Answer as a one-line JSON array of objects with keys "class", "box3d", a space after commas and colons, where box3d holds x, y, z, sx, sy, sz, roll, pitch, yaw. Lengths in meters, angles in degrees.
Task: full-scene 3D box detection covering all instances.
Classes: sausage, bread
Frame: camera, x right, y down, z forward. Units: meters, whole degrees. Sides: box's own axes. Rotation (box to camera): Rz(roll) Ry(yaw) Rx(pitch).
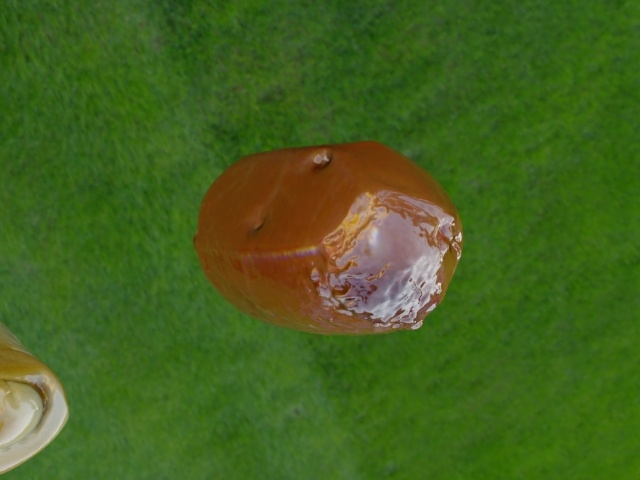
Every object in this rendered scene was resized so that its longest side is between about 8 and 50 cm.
[{"class": "sausage", "box3d": [-0.001, -0.001, 0.915, 0.141, 0.268, 0.153, 31, 72, -32]}, {"class": "bread", "box3d": [-0.350, 0.102, 0.947, 0.173, 0.311, 0.121, 8, 106, -44]}]
